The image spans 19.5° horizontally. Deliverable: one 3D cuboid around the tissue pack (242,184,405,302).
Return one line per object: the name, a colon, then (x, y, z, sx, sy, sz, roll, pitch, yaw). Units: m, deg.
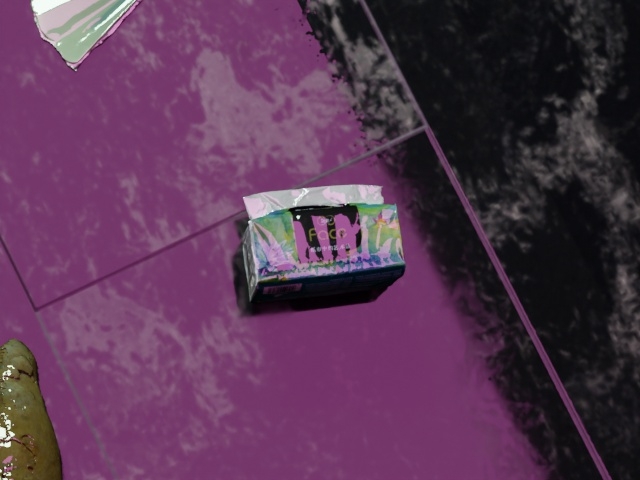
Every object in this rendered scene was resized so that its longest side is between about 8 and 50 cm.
tissue pack: (-0.001, -0.001, 1.377, 0.111, 0.085, 0.079, -6, 80, -8)

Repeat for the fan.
fan: (-0.162, -0.246, 1.439, 0.131, 0.009, 0.240, 24, 78, 0)

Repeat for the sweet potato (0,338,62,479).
sweet potato: (-0.256, 0.220, 1.303, 0.124, 0.098, 0.310, 31, 74, 6)
